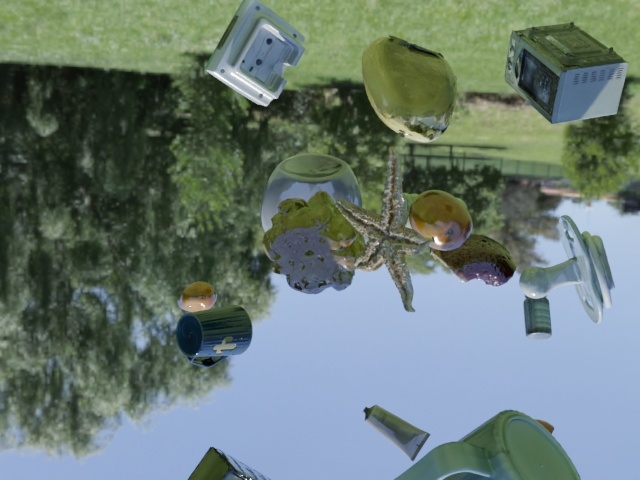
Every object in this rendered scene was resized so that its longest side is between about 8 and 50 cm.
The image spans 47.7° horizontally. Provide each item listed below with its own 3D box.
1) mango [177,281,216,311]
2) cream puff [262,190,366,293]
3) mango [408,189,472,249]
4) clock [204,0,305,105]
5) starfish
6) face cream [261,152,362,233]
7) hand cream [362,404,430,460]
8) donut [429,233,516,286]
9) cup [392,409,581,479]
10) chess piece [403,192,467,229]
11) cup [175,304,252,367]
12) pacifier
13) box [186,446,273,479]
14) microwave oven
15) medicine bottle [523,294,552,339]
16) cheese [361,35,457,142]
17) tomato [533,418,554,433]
[{"bbox_3d":[-0.409,0.195,2.416,0.115,0.089,0.165,13,147,-19],"label":"mango"},{"bbox_3d":[-0.007,0.005,1.665,0.243,0.244,0.196,2,-124,1],"label":"cream puff"},{"bbox_3d":[0.280,-0.048,1.667,0.151,0.120,0.221,46,-164,11],"label":"mango"},{"bbox_3d":[-0.187,-0.570,2.209,0.231,0.262,0.116,28,-177,-43],"label":"clock"},{"bbox_3d":[0.106,-0.021,1.316,0.048,0.295,0.231,-18,-164,-37],"label":"starfish"},{"bbox_3d":[-0.028,-0.079,2.241,0.312,0.357,0.220,-2,-142,-7],"label":"face cream"},{"bbox_3d":[0.196,0.506,1.953,0.186,0.087,0.054,33,178,5],"label":"hand cream"},{"bbox_3d":[0.411,0.053,1.925,0.186,0.144,0.126,35,-165,-23],"label":"donut"},{"bbox_3d":[0.297,0.489,1.409,0.331,0.311,0.257,40,-152,-7],"label":"cup"},{"bbox_3d":[0.389,-0.099,2.496,0.243,0.133,0.133,0,-169,-14],"label":"chess piece"},{"bbox_3d":[-0.279,0.248,1.825,0.155,0.177,0.131,3,-149,-49],"label":"cup"},{"bbox_3d":[0.614,0.090,1.818,0.225,0.287,0.238,-19,-169,9],"label":"pacifier"},{"bbox_3d":[-0.193,0.737,1.676,0.420,0.373,0.138,41,170,-31],"label":"box"},{"bbox_3d":[0.478,-0.338,1.425,0.162,0.129,0.205,-12,-141,-10],"label":"microwave oven"},{"bbox_3d":[0.695,0.213,2.331,0.083,0.203,0.083,1,156,1],"label":"medicine bottle"},{"bbox_3d":[0.229,-0.369,1.817,0.259,0.128,0.316,6,-131,-12],"label":"cheese"},{"bbox_3d":[0.585,0.620,2.175,0.139,0.233,0.200,33,177,19],"label":"tomato"}]
